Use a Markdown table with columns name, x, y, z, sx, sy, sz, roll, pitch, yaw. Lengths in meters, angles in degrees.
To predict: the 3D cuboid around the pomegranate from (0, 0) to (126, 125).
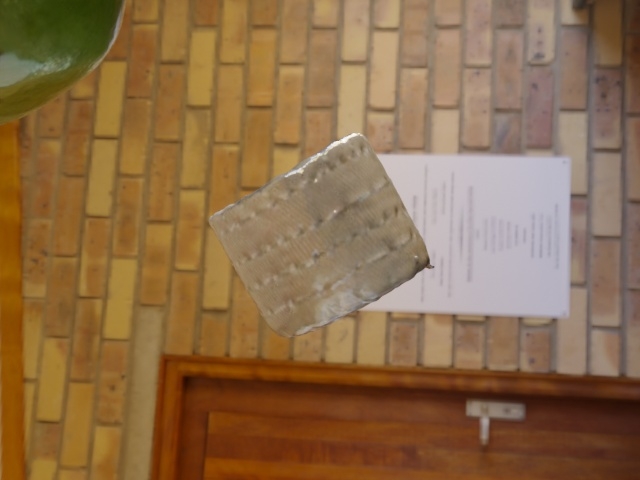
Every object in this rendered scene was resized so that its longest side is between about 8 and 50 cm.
| name | x | y | z | sx | sy | sz | roll | pitch | yaw |
| --- | --- | --- | --- | --- | --- | --- | --- | --- | --- |
| pomegranate | -0.266 | -0.171 | 0.547 | 0.341 | 0.260 | 0.260 | -58 | -22 | -27 |

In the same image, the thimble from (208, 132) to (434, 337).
| name | x | y | z | sx | sy | sz | roll | pitch | yaw |
| --- | --- | --- | --- | --- | --- | --- | --- | --- | --- |
| thimble | 0.000 | 0.000 | 0.494 | 0.090 | 0.102 | 0.115 | 60 | 169 | -3 |
